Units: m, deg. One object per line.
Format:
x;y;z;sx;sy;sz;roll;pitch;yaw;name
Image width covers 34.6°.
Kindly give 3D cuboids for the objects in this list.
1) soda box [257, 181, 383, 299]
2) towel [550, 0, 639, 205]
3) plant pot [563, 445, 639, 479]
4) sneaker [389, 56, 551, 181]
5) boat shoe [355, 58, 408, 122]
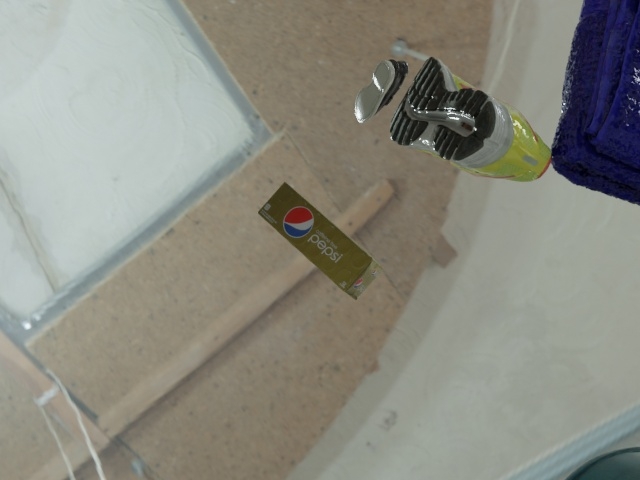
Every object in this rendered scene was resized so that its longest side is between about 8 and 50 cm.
0.000;0.000;1.428;0.061;0.181;0.058;-49;-24;1;soda box
0.337;-0.167;0.912;0.227;0.076;0.308;18;-113;-1;towel
0.344;0.311;0.834;0.271;0.255;0.272;3;-99;-22;plant pot
0.129;-0.095;0.895;0.094;0.208;0.081;23;-75;-23;sneaker
0.085;-0.210;1.448;0.038;0.046;0.125;-12;-28;-29;boat shoe
